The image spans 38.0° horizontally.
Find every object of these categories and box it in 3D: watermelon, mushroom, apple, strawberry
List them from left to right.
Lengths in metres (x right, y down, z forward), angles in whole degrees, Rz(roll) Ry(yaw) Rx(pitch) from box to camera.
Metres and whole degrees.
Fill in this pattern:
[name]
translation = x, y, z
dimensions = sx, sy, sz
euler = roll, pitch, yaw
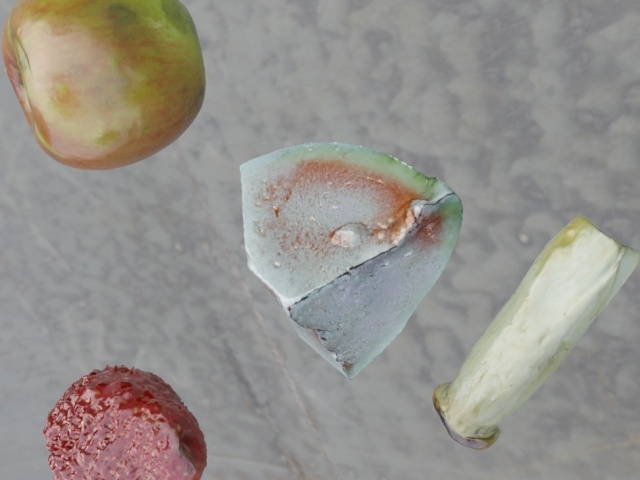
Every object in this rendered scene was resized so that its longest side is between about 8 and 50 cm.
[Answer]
[apple]
translation = -0.358, -0.286, 1.560
dimensions = 0.339, 0.339, 0.339
euler = 25, 135, 28
[strawberry]
translation = -0.299, 0.319, 1.432
dimensions = 0.261, 0.261, 0.257
euler = 51, 174, -1
[watermelon]
translation = 0.000, 0.000, 1.118
dimensions = 0.289, 0.213, 0.320
euler = 46, 129, 9
[mushroom]
translation = 0.245, 0.113, 1.099
dimensions = 0.100, 0.081, 0.312
euler = 42, 107, 24
